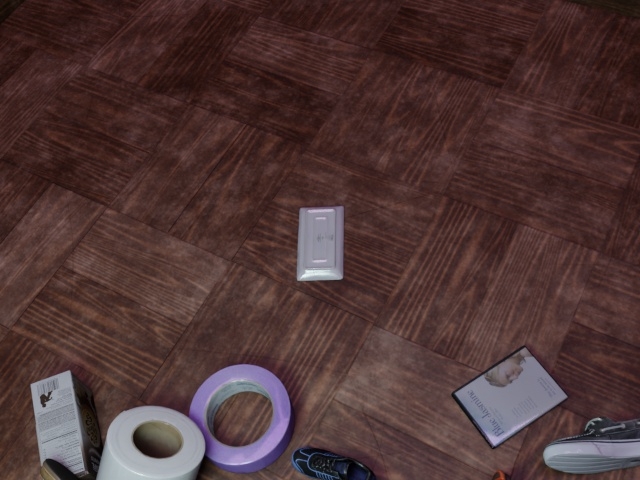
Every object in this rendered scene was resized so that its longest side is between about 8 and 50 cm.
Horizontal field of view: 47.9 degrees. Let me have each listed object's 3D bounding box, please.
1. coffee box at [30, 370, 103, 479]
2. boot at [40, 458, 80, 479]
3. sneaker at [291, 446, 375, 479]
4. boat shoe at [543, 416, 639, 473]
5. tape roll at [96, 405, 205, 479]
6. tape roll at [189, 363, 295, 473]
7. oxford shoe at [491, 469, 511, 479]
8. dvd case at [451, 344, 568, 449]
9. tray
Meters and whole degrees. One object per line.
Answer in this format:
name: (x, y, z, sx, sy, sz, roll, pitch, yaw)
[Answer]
coffee box: (-0.668, 0.524, 1.928, 0.119, 0.168, 0.297, -20, 59, -5)
boot: (-0.586, 0.662, 1.723, 0.115, 0.112, 0.305, -40, 87, -4)
sneaker: (0.031, 0.578, 1.849, 0.232, 0.090, 0.081, 13, 61, 14)
boat shoe: (0.713, 0.504, 1.807, 0.335, 0.121, 0.119, -2, 50, -6)
tape roll: (-0.426, 0.559, 1.808, 0.246, 0.169, 0.246, 16, 26, -8)
tape roll: (-0.210, 0.478, 1.944, 0.274, 0.090, 0.275, -4, 59, 6)
oxford shoe: (0.471, 0.693, 1.735, 0.098, 0.097, 0.271, 3, 61, -14)
dvd case: (0.504, 0.415, 1.930, 0.253, 0.022, 0.180, -30, 60, -11)
tray: (0.000, 0.000, 2.248, 0.145, 0.030, 0.270, -2, 58, 5)
